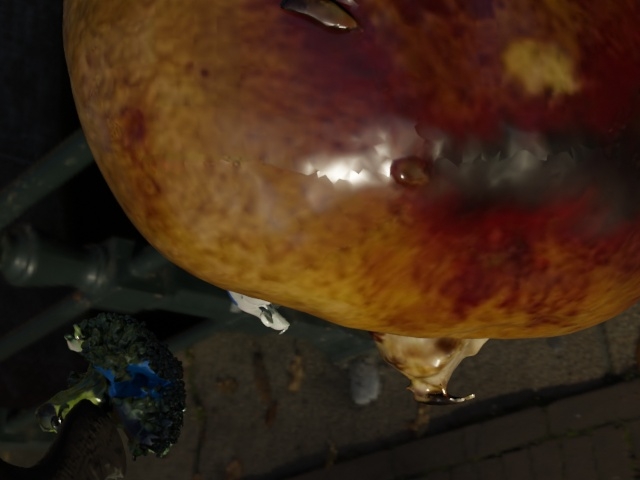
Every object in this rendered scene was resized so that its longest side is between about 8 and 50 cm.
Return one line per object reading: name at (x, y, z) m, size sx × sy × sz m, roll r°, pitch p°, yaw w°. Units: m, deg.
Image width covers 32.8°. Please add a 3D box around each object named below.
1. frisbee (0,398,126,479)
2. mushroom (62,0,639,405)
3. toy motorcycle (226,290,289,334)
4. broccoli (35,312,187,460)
frisbee at (-0.136, 0.150, 0.549) m, size 0.012 × 0.211 × 0.187 m, roll -27°, pitch 70°, yaw 12°
mushroom at (0.031, -0.082, 0.544) m, size 0.259 × 0.345 × 0.345 m, roll -39°, pitch 52°, yaw 54°
toy motorcycle at (0.000, 0.000, 0.939) m, size 0.221 × 0.150 × 0.102 m, roll -35°, pitch 79°, yaw 21°
broccoli at (-0.221, 0.162, 1.158) m, size 0.167 × 0.160 × 0.154 m, roll 65°, pitch 154°, yaw -1°
